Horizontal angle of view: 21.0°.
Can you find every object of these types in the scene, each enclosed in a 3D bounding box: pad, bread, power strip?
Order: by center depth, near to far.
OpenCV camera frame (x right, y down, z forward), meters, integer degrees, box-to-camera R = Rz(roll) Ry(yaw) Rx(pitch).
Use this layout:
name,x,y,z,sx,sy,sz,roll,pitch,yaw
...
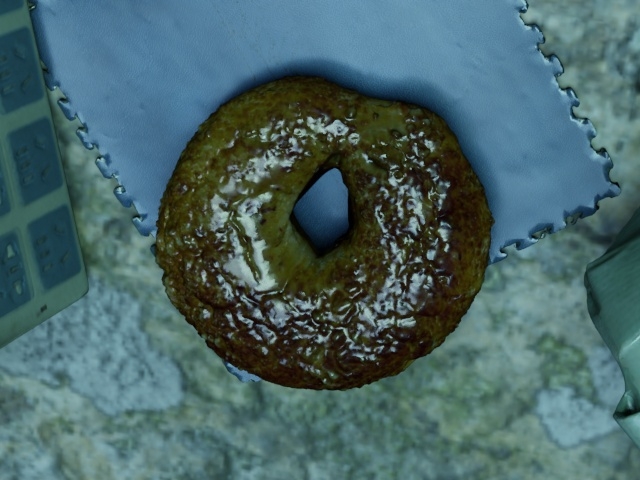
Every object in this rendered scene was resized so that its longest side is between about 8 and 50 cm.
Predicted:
name,x,y,z,sx,sy,sz,roll,pitch,yaw
power strip,-0.201,-0.117,0.931,0.043,0.106,0.367,-2,108,28
bread,0.000,0.000,0.964,0.193,0.064,0.193,2,107,8
pad,-0.004,-0.078,0.975,0.269,0.012,0.270,-25,104,17

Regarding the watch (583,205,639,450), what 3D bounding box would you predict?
name,x,y,z,sx,sy,sz,roll,pitch,yaw
watch,0.242,0.077,0.871,0.162,0.241,0.253,-42,99,18
